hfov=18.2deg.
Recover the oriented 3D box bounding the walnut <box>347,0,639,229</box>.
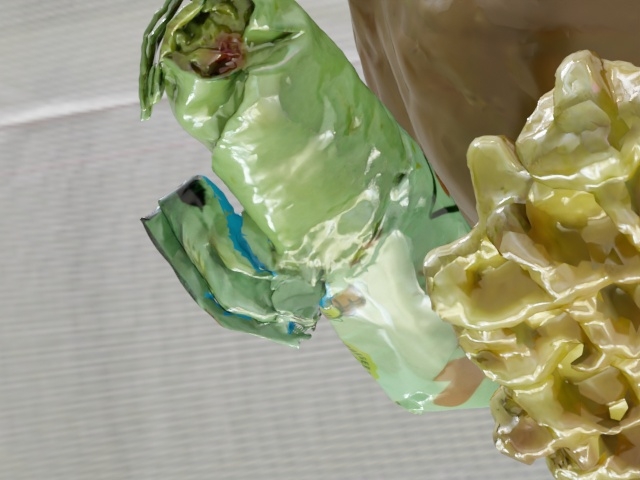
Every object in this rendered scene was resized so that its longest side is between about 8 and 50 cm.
[{"bbox_3d":[0.205,-0.109,0.960,0.398,0.354,0.308,8,-70,-7],"label":"walnut"}]

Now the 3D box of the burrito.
[{"bbox_3d":[0.000,0.000,0.773,0.104,0.288,0.054,-39,-132,-1],"label":"burrito"}]

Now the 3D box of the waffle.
[{"bbox_3d":[0.114,0.014,0.441,0.191,0.191,0.038,-18,-131,26],"label":"waffle"}]
